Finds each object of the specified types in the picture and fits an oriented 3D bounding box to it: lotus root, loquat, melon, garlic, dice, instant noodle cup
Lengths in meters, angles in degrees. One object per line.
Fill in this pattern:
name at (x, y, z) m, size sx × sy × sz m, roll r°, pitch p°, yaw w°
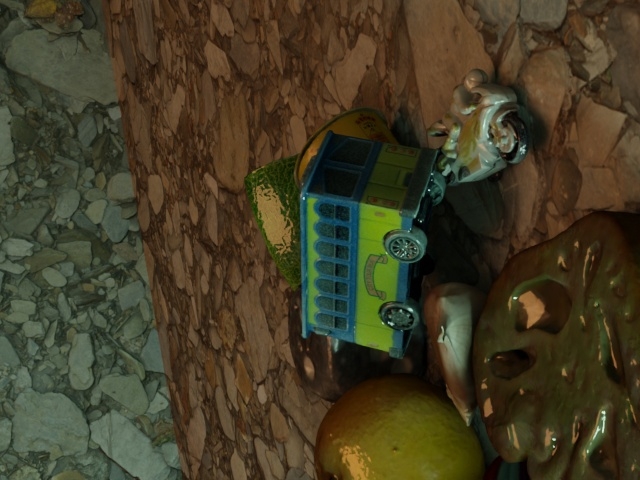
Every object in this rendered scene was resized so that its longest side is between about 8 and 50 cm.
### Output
lotus root at (0.323, 0.147, 1.265) m, size 0.390 × 0.111 × 0.375 m, roll -140°, pitch 58°, yaw -61°
loquat at (0.115, 0.345, 1.626) m, size 0.275 × 0.274 × 0.275 m, roll 170°, pitch 90°, yaw -66°
melon at (0.000, 0.000, 1.939) m, size 0.124 × 0.196 × 0.323 m, roll -16°, pitch -92°, yaw -79°
garlic at (0.188, 0.121, 1.482) m, size 0.148 × 0.128 × 0.266 m, roll 58°, pitch -177°, yaw 39°
dice at (0.057, 0.158, 1.787) m, size 0.181 × 0.182 × 0.183 m, roll -154°, pitch 59°, yaw -63°
instant noodle cup at (0.072, -0.096, 1.685) m, size 0.144 × 0.182 × 0.182 m, roll 50°, pitch 144°, yaw 31°

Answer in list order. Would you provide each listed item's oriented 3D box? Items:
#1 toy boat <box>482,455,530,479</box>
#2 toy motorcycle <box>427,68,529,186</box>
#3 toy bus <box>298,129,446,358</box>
toy boat at (0.265, 0.352, 1.341) m, size 0.079 × 0.136 × 0.392 m, roll -56°, pitch 5°, yaw 22°
toy motorcycle at (0.212, -0.155, 1.459) m, size 0.228 × 0.074 × 0.151 m, roll 160°, pitch 102°, yaw -67°
toy bus at (0.068, 0.011, 1.539) m, size 0.312 × 0.190 × 0.152 m, roll 90°, pitch -164°, yaw -44°
